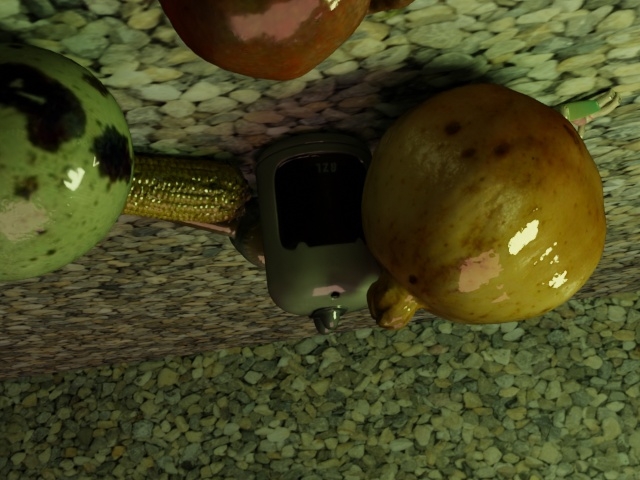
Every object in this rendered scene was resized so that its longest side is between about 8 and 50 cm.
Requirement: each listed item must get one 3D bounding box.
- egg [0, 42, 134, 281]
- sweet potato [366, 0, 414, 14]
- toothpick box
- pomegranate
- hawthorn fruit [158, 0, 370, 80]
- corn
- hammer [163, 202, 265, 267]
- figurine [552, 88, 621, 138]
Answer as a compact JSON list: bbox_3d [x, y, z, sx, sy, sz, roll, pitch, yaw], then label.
[{"bbox_3d":[-0.398,-0.091,0.950,0.287,0.288,0.379,10,169,-41],"label":"egg"},{"bbox_3d":[0.103,-0.296,0.879,0.044,0.044,0.179,9,157,-39],"label":"sweet potato"},{"bbox_3d":[0.000,0.000,1.317,0.228,0.317,0.229,-6,163,-2],"label":"toothpick box"},{"bbox_3d":[0.219,-0.028,1.160,0.409,0.411,0.410,-6,162,-2],"label":"pomegranate"},{"bbox_3d":[-0.047,-0.249,0.737,0.210,0.211,0.262,-8,174,6],"label":"hawthorn fruit"},{"bbox_3d":[-0.267,-0.087,1.282,0.317,0.115,0.115,3,160,-21],"label":"corn"},{"bbox_3d":[-0.204,-0.037,1.453,0.305,0.113,0.202,17,-178,-21],"label":"hammer"},{"bbox_3d":[0.416,-0.189,1.284,0.187,0.083,0.083,-31,151,33],"label":"figurine"}]
